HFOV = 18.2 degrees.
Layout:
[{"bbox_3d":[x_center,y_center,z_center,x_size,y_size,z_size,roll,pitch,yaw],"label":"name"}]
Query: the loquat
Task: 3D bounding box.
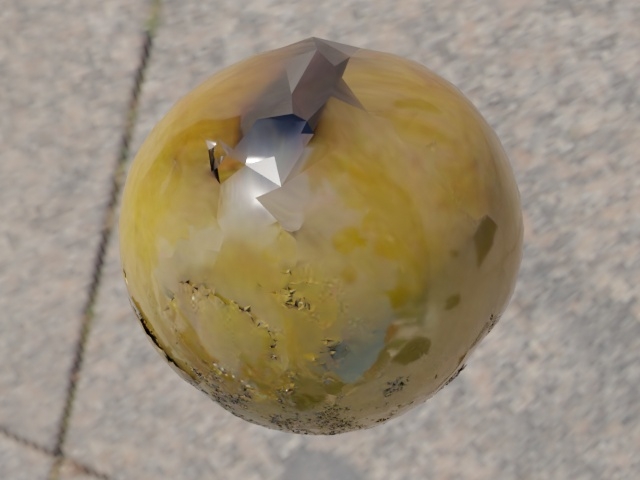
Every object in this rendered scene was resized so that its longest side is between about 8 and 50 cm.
[{"bbox_3d":[0.000,0.000,1.158,0.235,0.235,0.235,7,107,25],"label":"loquat"}]
